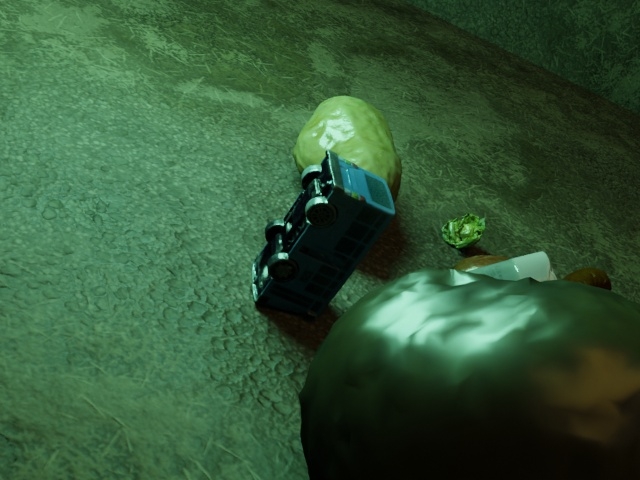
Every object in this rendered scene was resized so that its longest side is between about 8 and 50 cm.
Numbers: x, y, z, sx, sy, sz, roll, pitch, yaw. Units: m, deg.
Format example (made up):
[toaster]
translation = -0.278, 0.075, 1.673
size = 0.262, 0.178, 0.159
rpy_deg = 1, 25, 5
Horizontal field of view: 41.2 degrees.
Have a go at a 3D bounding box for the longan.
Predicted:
[longan]
translation = 0.196, 0.236, 0.895
size = 0.436, 0.404, 0.404
rpy_deg = 1, 22, 24

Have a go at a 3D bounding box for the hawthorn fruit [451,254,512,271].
[hawthorn fruit]
translation = 0.263, 0.088, 1.429
size = 0.189, 0.149, 0.149
rpy_deg = 20, 28, 18

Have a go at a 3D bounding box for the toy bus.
[toy bus]
translation = 0.000, 0.000, 1.265
size = 0.133, 0.234, 0.116
rpy_deg = 23, 30, -22

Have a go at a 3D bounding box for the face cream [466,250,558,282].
[face cream]
translation = 0.233, 0.096, 1.310
size = 0.269, 0.073, 0.107
rpy_deg = -15, 64, -1

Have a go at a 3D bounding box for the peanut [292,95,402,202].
[peanut]
translation = 0.050, -0.140, 1.571
size = 0.192, 0.169, 0.387
rpy_deg = 11, 34, -15

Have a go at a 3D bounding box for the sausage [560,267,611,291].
[sausage]
translation = 0.476, 0.124, 1.589
size = 0.103, 0.076, 0.302
rpy_deg = 33, 31, 12

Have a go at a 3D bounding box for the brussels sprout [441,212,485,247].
[brussels sprout]
translation = 0.279, -0.015, 1.672
size = 0.085, 0.058, 0.085
rpy_deg = -1, 57, 2
